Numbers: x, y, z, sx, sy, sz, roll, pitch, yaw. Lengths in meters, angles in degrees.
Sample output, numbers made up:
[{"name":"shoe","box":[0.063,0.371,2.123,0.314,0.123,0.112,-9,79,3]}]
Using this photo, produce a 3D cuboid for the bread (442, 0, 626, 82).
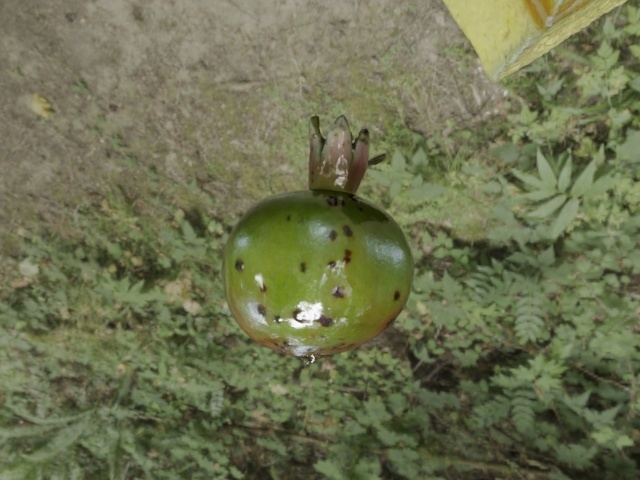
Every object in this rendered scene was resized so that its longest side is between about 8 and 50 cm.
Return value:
[{"name":"bread","box":[0.231,-0.296,0.517,0.236,0.198,0.263,-25,173,-12]}]

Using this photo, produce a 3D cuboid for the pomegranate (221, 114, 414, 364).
[{"name":"pomegranate","box":[-0.005,0.003,0.434,0.129,0.159,0.129,-2,148,-1]}]
